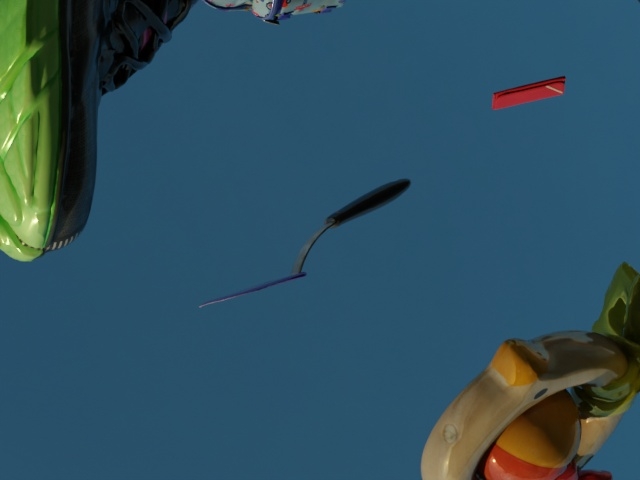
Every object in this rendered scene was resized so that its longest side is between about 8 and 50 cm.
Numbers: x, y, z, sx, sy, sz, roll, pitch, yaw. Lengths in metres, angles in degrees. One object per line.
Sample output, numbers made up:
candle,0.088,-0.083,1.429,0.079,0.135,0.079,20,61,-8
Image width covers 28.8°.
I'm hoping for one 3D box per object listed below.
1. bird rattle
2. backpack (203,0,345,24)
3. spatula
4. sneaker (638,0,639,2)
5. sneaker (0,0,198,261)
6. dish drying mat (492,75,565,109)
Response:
bird rattle,0.152,0.131,0.879,0.206,0.253,0.143,7,-137,-40
backpack,-0.062,-0.282,1.158,0.173,0.158,0.117,-12,-132,-32
spatula,0.000,0.000,1.307,0.296,0.084,0.030,-37,-78,-36
sneaker,0.449,-0.409,1.683,0.121,0.079,0.217,-17,-96,14
sneaker,-0.167,-0.213,0.992,0.202,0.185,0.483,19,-112,-30
dish drying mat,0.235,-0.165,1.405,0.083,0.032,0.008,-14,-118,-2
